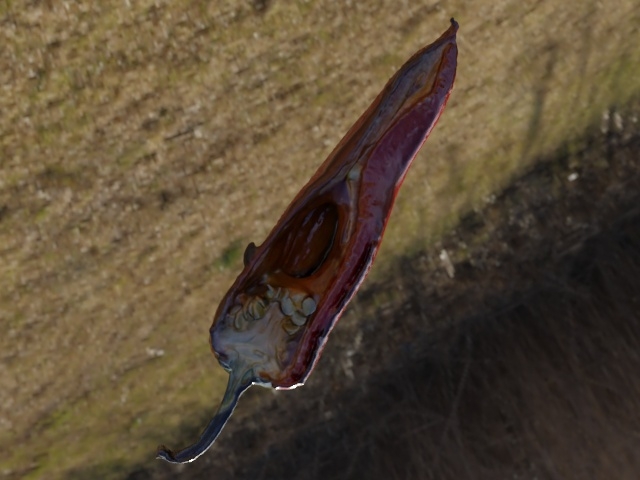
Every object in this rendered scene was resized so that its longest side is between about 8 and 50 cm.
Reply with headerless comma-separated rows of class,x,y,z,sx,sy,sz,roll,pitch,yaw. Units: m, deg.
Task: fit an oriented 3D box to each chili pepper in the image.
chili pepper,0.000,0.000,0.559,0.268,0.059,0.050,-60,180,-13
